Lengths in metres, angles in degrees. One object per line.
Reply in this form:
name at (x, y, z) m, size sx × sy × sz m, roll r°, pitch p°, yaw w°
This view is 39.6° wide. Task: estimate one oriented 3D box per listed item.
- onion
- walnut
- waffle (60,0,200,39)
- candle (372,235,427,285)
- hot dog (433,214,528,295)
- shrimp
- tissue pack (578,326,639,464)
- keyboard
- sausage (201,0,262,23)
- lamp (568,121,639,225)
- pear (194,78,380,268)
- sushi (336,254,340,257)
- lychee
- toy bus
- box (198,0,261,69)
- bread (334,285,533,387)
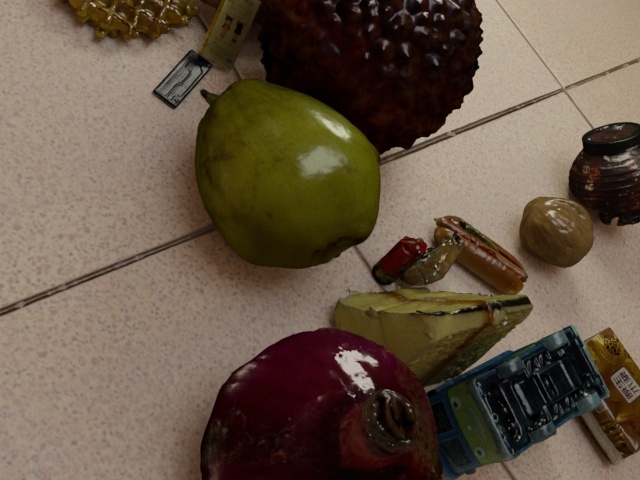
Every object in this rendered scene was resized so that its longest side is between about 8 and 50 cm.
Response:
onion at (0.022, 0.269, 1.177) m, size 0.348 × 0.385 × 0.347 m, roll 8°, pitch 66°, yaw -19°
walnut at (0.503, -0.020, 1.894) m, size 0.166 × 0.149 × 0.166 m, roll 44°, pitch 19°, yaw -19°
waffle at (-0.384, -0.480, 1.623) m, size 0.260 × 0.069 × 0.293 m, roll -27°, pitch 82°, yaw -42°
candle at (0.146, 0.031, 1.604) m, size 0.052 × 0.130 × 0.052 m, roll 18°, pitch 51°, yaw -23°
hot dog at (0.318, 0.024, 1.784) m, size 0.236 × 0.062 × 0.092 m, roll 33°, pitch 50°, yaw -12°
shrimp at (0.214, 0.035, 1.684) m, size 0.180 × 0.099 × 0.041 m, roll -40°, pitch 120°, yaw -39°
tissue pack at (0.571, 0.304, 1.755) m, size 0.183 × 0.092 × 0.226 m, roll -21°, pitch 72°, yaw -42°
keyboard at (-0.252, -0.297, 1.628) m, size 0.053 × 0.010 × 0.155 m, roll 37°, pitch 45°, yaw -8°
sausage at (-0.125, -0.498, 1.763) m, size 0.354 × 0.116 × 0.134 m, roll 2°, pitch 77°, yaw -44°
lamp at (0.697, -0.150, 2.074) m, size 0.247 × 0.247 × 0.247 m, roll 19°, pitch 51°, yaw -25°
pear at (-0.074, -0.116, 1.443) m, size 0.375 × 0.287 × 0.287 m, roll 48°, pitch 44°, yaw 13°
sushi at (0.000, 0.000, 1.593) m, size 0.083 × 0.044 × 0.046 m, roll 34°, pitch 25°, yaw -15°
lychee at (0.105, -0.368, 1.658) m, size 0.500 × 0.425 × 0.424 m, roll 16°, pitch 50°, yaw -48°
toy bus at (0.330, 0.273, 1.525) m, size 0.312 × 0.190 × 0.152 m, roll -17°, pitch 78°, yaw -42°
box at (-0.170, -0.403, 1.676) m, size 0.073 × 0.149 × 0.020 m, roll 21°, pitch 6°, yaw -40°
bread at (0.191, 0.122, 1.498) m, size 0.263 × 0.236 × 0.198 m, roll -7°, pitch 65°, yaw -40°
